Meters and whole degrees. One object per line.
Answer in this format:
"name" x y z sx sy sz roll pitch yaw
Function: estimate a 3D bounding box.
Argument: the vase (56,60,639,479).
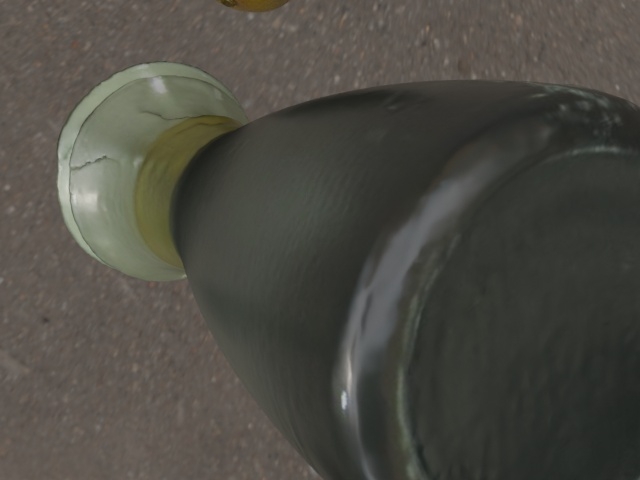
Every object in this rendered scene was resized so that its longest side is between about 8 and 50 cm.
"vase" 0.000 0.000 0.552 0.173 0.321 0.173 -9 108 -30

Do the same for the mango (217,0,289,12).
"mango" -0.031 -0.233 0.795 0.092 0.130 0.194 11 75 -2
